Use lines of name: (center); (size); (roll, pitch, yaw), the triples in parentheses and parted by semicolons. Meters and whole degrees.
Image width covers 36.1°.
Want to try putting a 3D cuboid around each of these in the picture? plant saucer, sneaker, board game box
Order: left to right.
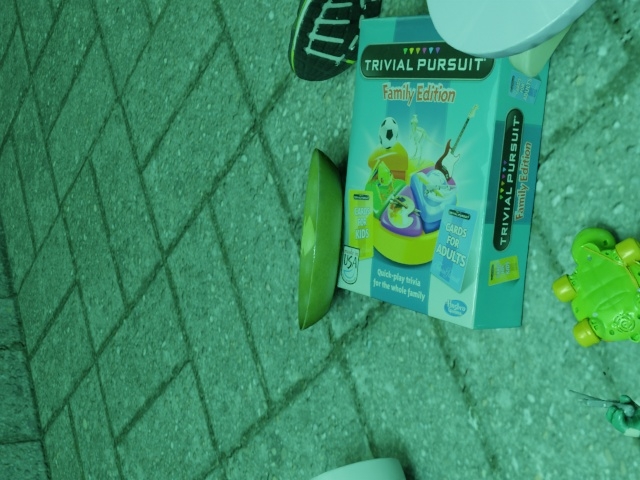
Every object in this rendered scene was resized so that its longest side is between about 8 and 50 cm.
plant saucer: (0.000, 0.000, 1.292); (0.241, 0.037, 0.241); (-175, 90, -84)
sneaker: (0.022, -0.358, 1.300); (0.121, 0.111, 0.300); (45, 120, 58)
board game box: (0.133, -0.088, 1.137); (0.253, 0.079, 0.336); (14, 101, 55)

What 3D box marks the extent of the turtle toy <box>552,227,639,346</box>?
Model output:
turtle toy: (0.276, 0.041, 0.936); (0.095, 0.066, 0.130); (-33, 57, 24)

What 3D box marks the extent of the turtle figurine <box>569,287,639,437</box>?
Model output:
turtle figurine: (0.334, 0.115, 0.816); (0.175, 0.118, 0.234); (-54, 26, -21)

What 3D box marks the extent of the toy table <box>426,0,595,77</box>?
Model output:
toy table: (0.230, -0.277, 0.883); (0.274, 0.161, 0.252); (-47, 63, 24)

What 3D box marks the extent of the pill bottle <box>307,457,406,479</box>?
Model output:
pill bottle: (0.071, 0.411, 1.147); (0.160, 0.160, 0.283); (-45, 53, 46)
